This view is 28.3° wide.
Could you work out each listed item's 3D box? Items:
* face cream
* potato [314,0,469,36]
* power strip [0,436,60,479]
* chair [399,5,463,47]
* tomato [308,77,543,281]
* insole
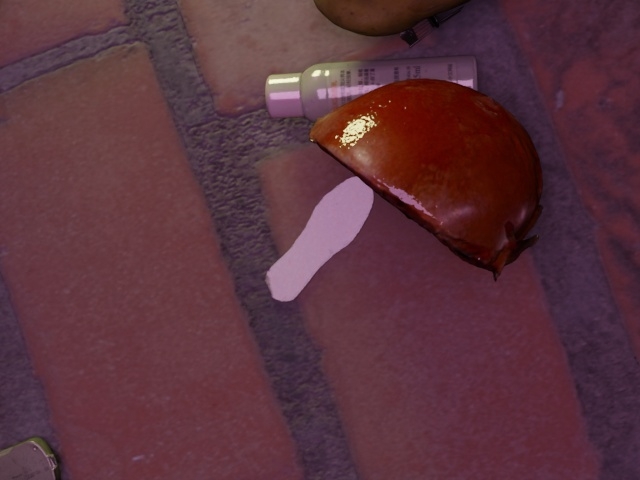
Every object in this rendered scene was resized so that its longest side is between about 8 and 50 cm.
[{"bbox_3d":[0.063,-0.188,1.596,0.269,0.082,0.081,-1,92,7],"label":"face cream"},{"bbox_3d":[0.128,-0.357,1.538,0.296,0.141,0.191,-13,57,5],"label":"potato"},{"bbox_3d":[-0.455,0.335,1.711,0.227,0.029,0.080,-22,92,7],"label":"power strip"},{"bbox_3d":[0.137,-0.282,1.602,0.086,0.042,0.037,-32,85,7],"label":"chair"},{"bbox_3d":[0.148,-0.100,1.487,0.309,0.309,0.170,37,95,4],"label":"tomato"},{"bbox_3d":[0.000,0.000,1.651,0.065,0.004,0.197,39,97,4],"label":"insole"}]
